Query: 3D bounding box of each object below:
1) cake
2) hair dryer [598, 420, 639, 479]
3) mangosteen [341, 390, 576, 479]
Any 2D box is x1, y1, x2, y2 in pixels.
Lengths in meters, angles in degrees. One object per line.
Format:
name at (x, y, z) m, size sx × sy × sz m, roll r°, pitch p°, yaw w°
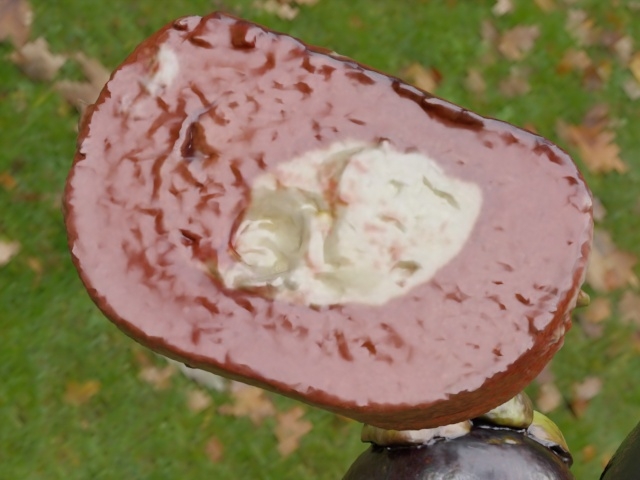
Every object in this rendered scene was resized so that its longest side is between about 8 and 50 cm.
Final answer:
cake at (0.000, 0.000, 0.962) m, size 0.283 × 0.151 × 0.177 m, roll 23°, pitch 85°, yaw 7°
hair dryer at (0.280, 0.244, 1.095) m, size 0.304 × 0.120 × 0.359 m, roll -23°, pitch 99°, yaw -56°
mangosteen at (0.100, 0.180, 1.330) m, size 0.192 × 0.192 × 0.217 m, roll 17°, pitch 63°, yaw -35°
